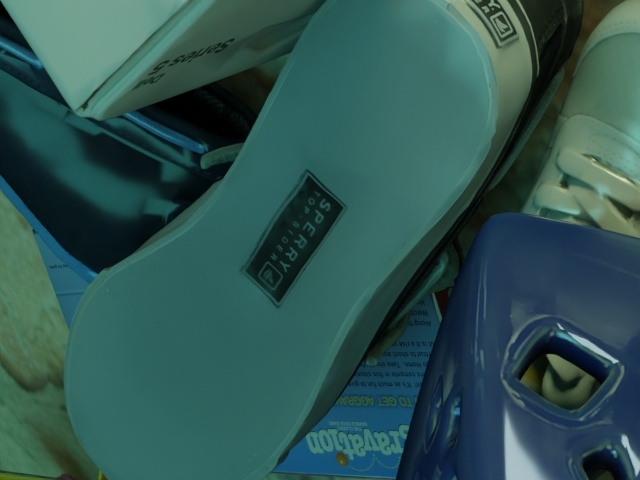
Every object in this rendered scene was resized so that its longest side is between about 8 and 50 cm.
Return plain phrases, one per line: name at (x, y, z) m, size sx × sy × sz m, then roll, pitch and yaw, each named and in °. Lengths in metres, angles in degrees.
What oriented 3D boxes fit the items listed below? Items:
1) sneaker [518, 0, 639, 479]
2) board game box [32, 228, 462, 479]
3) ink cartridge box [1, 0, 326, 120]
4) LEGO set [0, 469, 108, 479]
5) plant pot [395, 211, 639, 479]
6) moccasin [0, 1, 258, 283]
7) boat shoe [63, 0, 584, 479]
sneaker at (0.105, 0.014, 0.650) m, size 0.087 × 0.092 × 0.228 m, roll 33°, pitch 131°, yaw 30°
board game box at (-0.032, 0.048, 0.858) m, size 0.281 × 0.027 × 0.145 m, roll -4°, pitch 107°, yaw 47°
ink cartridge box at (-0.068, -0.201, 0.610) m, size 0.115 × 0.198 × 0.273 m, roll -36°, pitch 86°, yaw 37°
LEGO set at (-0.139, 0.199, 1.001) m, size 0.287 × 0.132 × 0.107 m, roll 32°, pitch 167°, yaw -11°
plant pot at (0.125, 0.164, 0.561) m, size 0.236 × 0.212 × 0.236 m, roll 15°, pitch 131°, yaw 2°
moccasin at (-0.146, -0.127, 0.810) m, size 0.342 × 0.138 × 0.117 m, roll 42°, pitch 129°, yaw 7°
boat shoe at (-0.003, -0.003, 0.698) m, size 0.113 × 0.105 × 0.306 m, roll 43°, pitch 128°, yaw 14°
